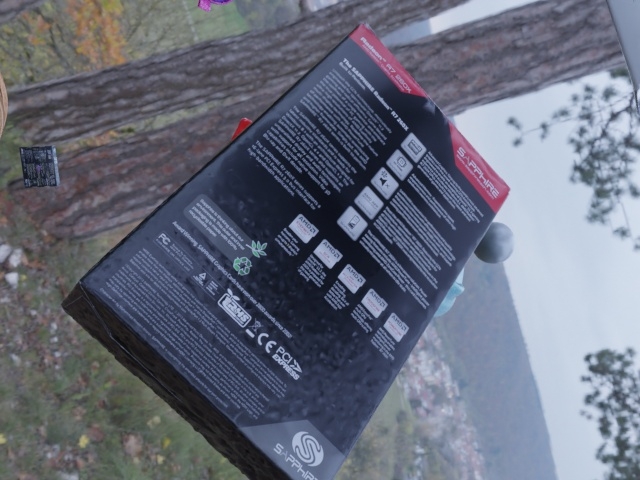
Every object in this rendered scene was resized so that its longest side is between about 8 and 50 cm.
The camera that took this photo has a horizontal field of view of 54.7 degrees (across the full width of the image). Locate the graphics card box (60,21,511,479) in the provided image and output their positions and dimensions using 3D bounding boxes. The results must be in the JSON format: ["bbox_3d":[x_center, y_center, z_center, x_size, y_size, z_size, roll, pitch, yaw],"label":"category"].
[{"bbox_3d":[0.000,0.000,0.542,0.233,0.094,0.371,46,56,-11],"label":"graphics card box"}]

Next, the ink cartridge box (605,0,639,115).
[{"bbox_3d":[0.217,-0.239,0.432,0.333,0.065,0.165,29,55,-52],"label":"ink cartridge box"}]

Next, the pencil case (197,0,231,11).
[{"bbox_3d":[-0.195,-0.493,1.003,0.236,0.104,0.104,68,12,20],"label":"pencil case"}]

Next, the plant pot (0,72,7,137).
[{"bbox_3d":[-0.625,-0.209,0.960,0.203,0.291,0.291,29,-23,43],"label":"plant pot"}]

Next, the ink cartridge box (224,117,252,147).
[{"bbox_3d":[-0.119,-0.071,1.040,0.134,0.231,0.078,22,13,-29],"label":"ink cartridge box"}]

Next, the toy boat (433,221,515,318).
[{"bbox_3d":[0.182,-0.015,0.881,0.318,0.148,0.267,16,78,-64],"label":"toy boat"}]

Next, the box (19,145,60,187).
[{"bbox_3d":[-0.572,-0.151,1.263,0.018,0.067,0.083,-104,-170,-78],"label":"box"}]
